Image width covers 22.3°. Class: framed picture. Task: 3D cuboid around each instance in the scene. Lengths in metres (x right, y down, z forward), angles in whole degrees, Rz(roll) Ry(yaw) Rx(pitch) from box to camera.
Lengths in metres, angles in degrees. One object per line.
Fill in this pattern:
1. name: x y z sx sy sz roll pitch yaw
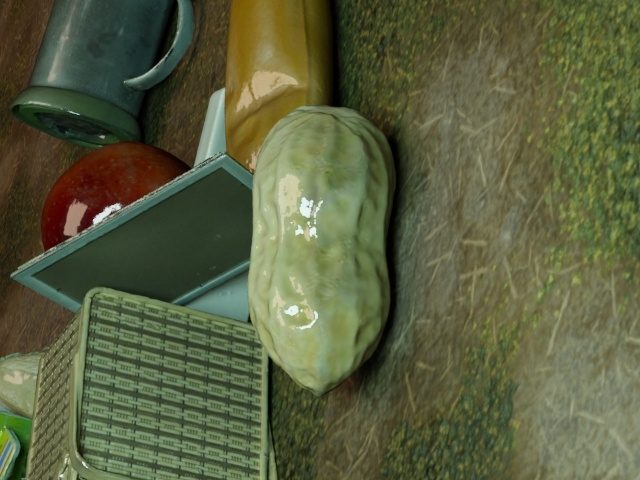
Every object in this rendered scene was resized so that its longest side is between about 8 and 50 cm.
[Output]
1. framed picture: -0.162 0.009 1.721 0.274 0.217 0.017 -28 58 13

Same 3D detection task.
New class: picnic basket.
1. picnic basket: -0.180 0.232 1.713 0.175 0.228 0.313 -47 34 48

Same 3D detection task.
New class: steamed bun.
1. steamed bun: -0.276 0.195 2.017 0.212 0.231 0.110 25 123 52

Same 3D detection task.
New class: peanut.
1. peanut: 0.000 0.000 1.583 0.152 0.152 0.313 -36 42 52

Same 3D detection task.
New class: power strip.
1. power strip: -0.108 -0.042 1.892 0.058 0.098 0.338 162 122 -66

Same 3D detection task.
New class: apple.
1. apple: -0.237 -0.013 2.003 0.201 0.218 0.218 -107 39 -77

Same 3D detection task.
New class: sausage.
1. sausage: -0.046 -0.178 1.823 0.134 0.116 0.354 -22 46 26

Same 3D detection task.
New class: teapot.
1. teapot: -0.295 -0.315 2.388 0.270 0.200 0.337 6 76 39

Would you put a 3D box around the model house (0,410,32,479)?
1. model house: -0.312 0.424 1.838 0.358 0.242 0.313 -64 29 5

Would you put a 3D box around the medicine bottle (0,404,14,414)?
1. medicine bottle: -0.439 0.361 2.127 0.325 0.256 0.256 -48 33 28
